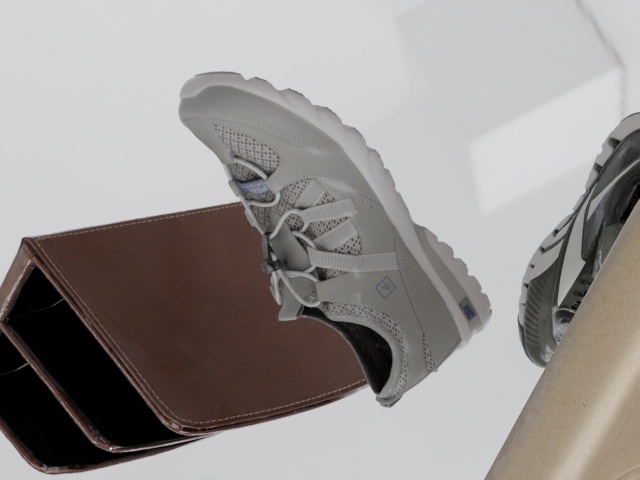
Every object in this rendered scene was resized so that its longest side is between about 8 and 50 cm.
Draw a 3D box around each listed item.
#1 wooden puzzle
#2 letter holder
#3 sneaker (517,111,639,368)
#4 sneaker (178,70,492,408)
[{"bbox_3d":[0.273,0.125,1.091,0.347,0.322,0.080,15,-159,-30],"label":"wooden puzzle"},{"bbox_3d":[-0.096,0.101,1.337,0.214,0.152,0.301,46,-147,23],"label":"letter holder"},{"bbox_3d":[0.235,0.012,1.352,0.078,0.234,0.106,21,-164,-18],"label":"sneaker"},{"bbox_3d":[0.000,0.000,1.127,0.281,0.115,0.105,45,160,-17],"label":"sneaker"}]
